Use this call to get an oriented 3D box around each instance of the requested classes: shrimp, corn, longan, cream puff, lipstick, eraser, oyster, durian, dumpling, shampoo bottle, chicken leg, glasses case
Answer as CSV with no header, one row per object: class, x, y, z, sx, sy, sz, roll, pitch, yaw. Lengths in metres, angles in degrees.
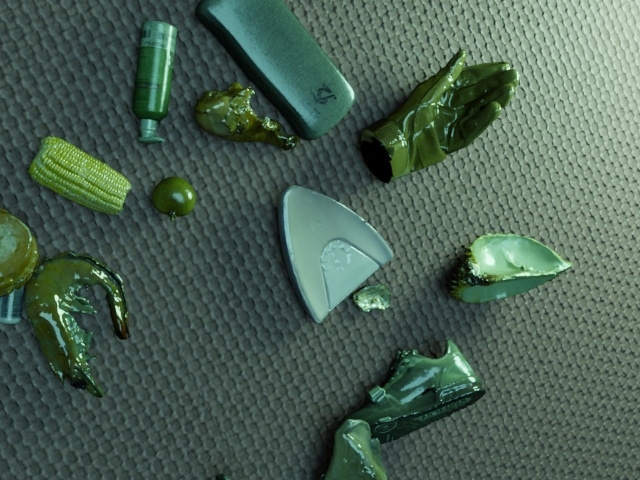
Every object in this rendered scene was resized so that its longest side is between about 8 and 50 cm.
shrimp,-0.395,0.137,1.461,0.173,0.058,0.253,-32,101,-27
corn,-0.398,-0.106,1.446,0.165,0.063,0.085,27,58,-22
longan,-0.254,-0.069,1.496,0.075,0.075,0.083,20,56,-21
cream puff,-0.520,0.022,1.334,0.165,0.115,0.150,22,59,-20
lipstick,-0.504,0.065,1.418,0.040,0.040,0.141,5,89,-22
eraser,0.000,0.000,1.608,0.204,0.059,0.243,-39,108,-16
oyster,0.096,0.110,1.673,0.083,0.019,0.054,-3,94,-24
durian,0.364,0.053,1.716,0.252,0.139,0.145,2,87,-21
dumpling,0.063,0.487,1.597,0.166,0.086,0.332,11,109,-26
shampoo bottle,-0.285,-0.267,1.484,0.065,0.065,0.205,7,89,-22
chicken leg,-0.125,-0.216,1.541,0.207,0.085,0.101,18,98,-30
glasses case,-0.076,-0.334,1.561,0.131,0.074,0.323,-46,107,-13

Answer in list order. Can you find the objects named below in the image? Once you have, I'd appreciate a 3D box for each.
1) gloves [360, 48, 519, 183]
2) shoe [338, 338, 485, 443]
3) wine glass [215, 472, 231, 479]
gloves,0.228,-0.238,1.654,0.331,0.141,0.154,-34,77,-8
shoe,0.157,0.285,1.669,0.292,0.109,0.149,-19,59,-3
wine glass,-0.272,0.588,1.425,0.406,0.267,0.267,-30,102,-24
